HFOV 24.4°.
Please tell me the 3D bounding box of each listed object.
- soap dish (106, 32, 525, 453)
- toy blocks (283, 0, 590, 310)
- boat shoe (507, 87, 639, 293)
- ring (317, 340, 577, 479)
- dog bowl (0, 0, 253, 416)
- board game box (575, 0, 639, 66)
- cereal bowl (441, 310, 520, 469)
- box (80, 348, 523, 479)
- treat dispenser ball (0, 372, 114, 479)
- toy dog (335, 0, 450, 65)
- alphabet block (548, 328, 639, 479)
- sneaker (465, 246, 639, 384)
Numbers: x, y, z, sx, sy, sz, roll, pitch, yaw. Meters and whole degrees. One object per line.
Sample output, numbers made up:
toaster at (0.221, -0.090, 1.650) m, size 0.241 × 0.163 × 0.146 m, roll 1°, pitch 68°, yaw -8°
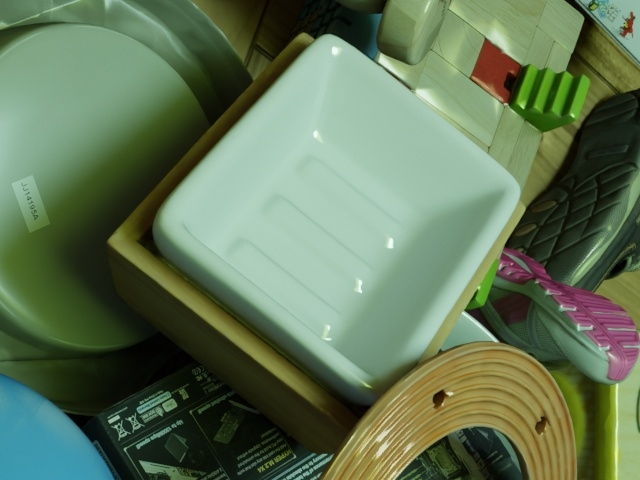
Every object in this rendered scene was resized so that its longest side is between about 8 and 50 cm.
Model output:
soap dish at (0.000, 0.000, 1.097) m, size 0.229 × 0.118 × 0.291 m, roll 38°, pitch 48°, yaw -1°
toy blocks at (0.085, -0.156, 1.381) m, size 0.261 × 0.191 × 0.381 m, roll 33°, pitch 63°, yaw -23°
boat shoe at (0.319, -0.022, 1.589) m, size 0.130 × 0.132 × 0.355 m, roll 54°, pitch 55°, yaw -24°
ring at (0.072, 0.229, 1.029) m, size 0.337 × 0.032 × 0.336 m, roll -21°, pitch 120°, yaw -42°
dog bowl at (-0.193, -0.038, 1.141) m, size 0.349 × 0.102 × 0.348 m, roll 6°, pitch 81°, yaw -42°
board game box at (0.259, -0.296, 1.538) m, size 0.305 × 0.053 × 0.193 m, roll 36°, pitch 18°, yaw -34°
cereal bowl at (0.042, 0.208, 1.272) m, size 0.339 × 0.141 × 0.339 m, roll 15°, pitch 58°, yaw -26°
box at (-0.003, 0.181, 1.114) m, size 0.307 × 0.076 × 0.242 m, roll -27°, pitch 81°, yaw -41°
treat dispenser ball at (-0.259, 0.216, 0.928) m, size 0.288 × 0.288 × 0.288 m, roll 5°, pitch 82°, yaw -42°
toy dog at (0.081, -0.311, 1.276) m, size 0.220 × 0.161 × 0.333 m, roll 13°, pitch 51°, yaw -3°
alphabet block at (0.278, 0.187, 1.488) m, size 0.197 × 0.193 × 0.192 m, roll 8°, pitch 79°, yaw -42°
sneaker at (0.197, 0.086, 1.382) m, size 0.103 × 0.252 × 0.111 m, roll 15°, pitch 101°, yaw -32°
